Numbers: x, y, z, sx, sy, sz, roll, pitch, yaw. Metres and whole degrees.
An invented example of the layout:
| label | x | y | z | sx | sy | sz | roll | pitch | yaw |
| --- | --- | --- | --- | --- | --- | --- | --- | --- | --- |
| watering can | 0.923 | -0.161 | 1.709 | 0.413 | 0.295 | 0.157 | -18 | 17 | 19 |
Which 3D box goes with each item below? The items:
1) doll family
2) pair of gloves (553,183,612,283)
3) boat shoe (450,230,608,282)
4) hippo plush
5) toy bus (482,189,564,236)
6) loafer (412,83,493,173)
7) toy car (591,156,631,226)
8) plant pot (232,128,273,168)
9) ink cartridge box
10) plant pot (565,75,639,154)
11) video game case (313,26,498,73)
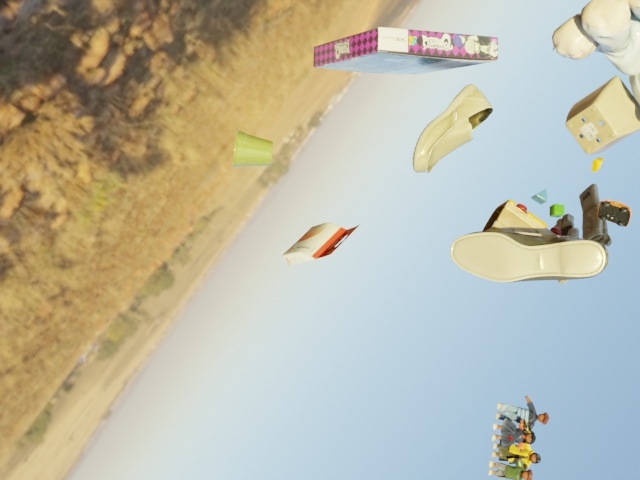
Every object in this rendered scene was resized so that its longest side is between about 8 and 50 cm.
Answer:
| label | x | y | z | sx | sy | sz | roll | pitch | yaw |
| --- | --- | --- | --- | --- | --- | --- | --- | --- | --- |
| doll family | 0.434 | 0.438 | 1.762 | 0.076 | 0.111 | 0.193 | -9 | 104 | -68 |
| pair of gloves | 0.713 | -0.013 | 2.224 | 0.240 | 0.042 | 0.204 | 117 | -19 | -51 |
| boat shoe | 0.460 | 0.038 | 1.790 | 0.095 | 0.335 | 0.112 | -1 | 94 | -69 |
| hippo plush | 0.551 | -0.319 | 1.415 | 0.234 | 0.237 | 0.294 | -33 | 178 | -22 |
| toy bus | 0.484 | -0.004 | 1.921 | 0.190 | 0.202 | 0.104 | -9 | 170 | -13 |
| loafer | 0.323 | -0.264 | 1.969 | 0.268 | 0.092 | 0.102 | -52 | 155 | -9 |
| toy car | 0.503 | -0.086 | 1.381 | 0.060 | 0.122 | 0.040 | 5 | -156 | 43 |
| plant pot | -0.140 | -0.185 | 1.684 | 0.083 | 0.079 | 0.083 | -173 | -90 | -83 |
| ink cartridge box | 0.000 | 0.000 | 2.124 | 0.179 | 0.045 | 0.145 | -20 | -161 | 50 |
| plant pot | 0.517 | -0.219 | 1.488 | 0.096 | 0.109 | 0.109 | -34 | 178 | -42 |
| video game case | 0.129 | -0.297 | 1.287 | 0.232 | 0.210 | 0.042 | -166 | -105 | -66 |
